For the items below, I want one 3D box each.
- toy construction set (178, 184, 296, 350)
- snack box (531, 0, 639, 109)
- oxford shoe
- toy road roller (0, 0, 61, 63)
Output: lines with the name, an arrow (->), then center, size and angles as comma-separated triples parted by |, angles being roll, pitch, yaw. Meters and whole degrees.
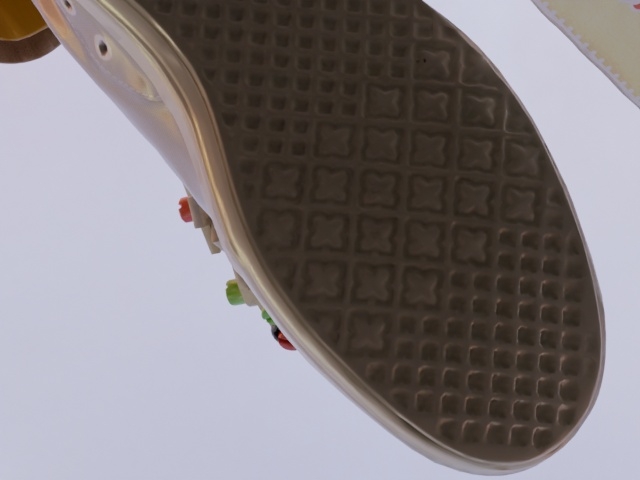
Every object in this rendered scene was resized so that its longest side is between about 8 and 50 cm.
toy construction set -> 0.000, 0.000, 1.238 | 0.327, 0.215, 0.151 | 0, -132, 29
snack box -> 0.172, -0.134, 0.448 | 0.187, 0.322, 0.060 | -31, -139, 31
oxford shoe -> -0.020, -0.070, 0.635 | 0.169, 0.130, 0.449 | -36, -104, -18
toy road roller -> -0.356, -0.251, 0.888 | 0.240, 0.329, 0.202 | -36, -155, -14
